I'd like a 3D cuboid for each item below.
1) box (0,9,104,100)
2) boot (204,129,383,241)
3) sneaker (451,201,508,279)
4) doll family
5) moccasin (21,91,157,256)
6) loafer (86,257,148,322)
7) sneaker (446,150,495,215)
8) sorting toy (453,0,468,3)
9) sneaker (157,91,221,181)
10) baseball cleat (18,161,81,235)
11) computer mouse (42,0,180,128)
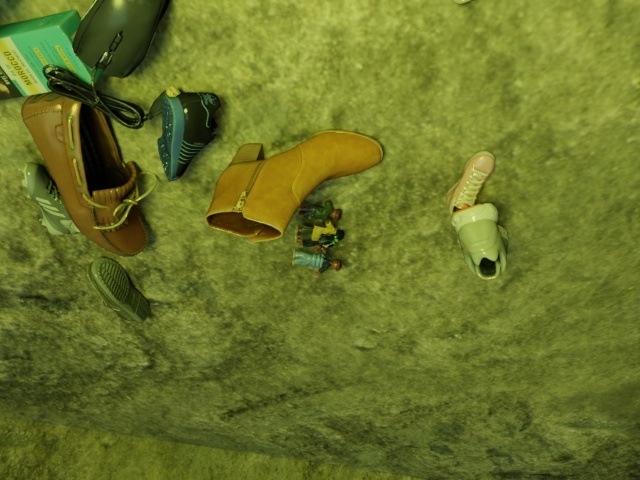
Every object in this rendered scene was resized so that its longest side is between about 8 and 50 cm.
[{"bbox_3d":[-0.492,-0.299,0.795,0.244,0.060,0.101,-5,136,14],"label":"box"},{"bbox_3d":[-0.041,-0.088,0.836,0.294,0.211,0.104,-1,138,11],"label":"boot"},{"bbox_3d":[0.315,0.027,0.926,0.099,0.121,0.262,-16,157,24],"label":"sneaker"},{"bbox_3d":[0.000,0.000,1.035,0.111,0.076,0.193,6,143,-3],"label":"doll family"},{"bbox_3d":[-0.420,-0.115,0.943,0.146,0.139,0.380,8,130,15],"label":"moccasin"},{"bbox_3d":[-0.548,0.142,1.266,0.087,0.095,0.251,-5,137,9],"label":"loafer"},{"bbox_3d":[0.276,-0.095,0.879,0.050,0.070,0.134,20,136,-9],"label":"sneaker"},{"bbox_3d":[0.218,-0.402,0.567,0.347,0.047,0.196,-14,133,24],"label":"sorting toy"},{"bbox_3d":[-0.238,-0.181,0.868,0.090,0.082,0.232,-18,168,-27],"label":"sneaker"},{"bbox_3d":[-0.569,-0.090,1.048,0.109,0.072,0.206,-1,144,-10],"label":"baseball cleat"},{"bbox_3d":[-0.285,-0.281,0.739,0.262,0.060,0.184,-42,133,22],"label":"computer mouse"}]
